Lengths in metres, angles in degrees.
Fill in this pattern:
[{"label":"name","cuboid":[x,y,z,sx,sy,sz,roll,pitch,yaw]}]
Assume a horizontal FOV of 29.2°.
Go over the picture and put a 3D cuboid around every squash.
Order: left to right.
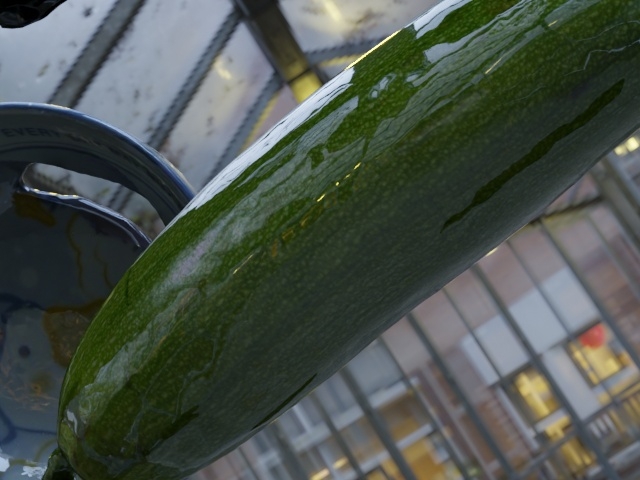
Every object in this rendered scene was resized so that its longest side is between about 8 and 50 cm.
[{"label":"squash","cuboid":[0.000,0.000,0.345,0.252,0.066,0.066,-40,-13,13]}]

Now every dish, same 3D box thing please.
[{"label":"dish","cuboid":[-0.172,0.047,0.801,0.273,0.273,0.134,-35,0,11]}]

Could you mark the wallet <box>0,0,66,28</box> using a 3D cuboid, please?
[{"label":"wallet","cuboid":[-0.085,-0.270,0.384,0.046,0.379,0.190,0,-18,-42]}]
